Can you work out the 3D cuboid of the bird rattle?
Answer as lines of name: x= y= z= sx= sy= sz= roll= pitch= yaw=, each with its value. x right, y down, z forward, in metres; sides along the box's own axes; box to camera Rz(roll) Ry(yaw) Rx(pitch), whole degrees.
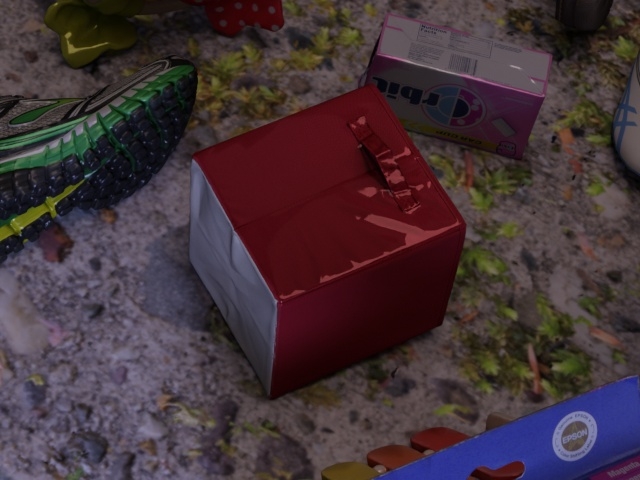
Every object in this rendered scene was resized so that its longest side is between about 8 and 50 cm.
bird rattle: x=-0.159 y=-0.265 z=1.992 sx=0.253 sy=0.207 sz=0.143 roll=-1 pitch=74 yaw=0

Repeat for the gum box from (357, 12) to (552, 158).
gum box: x=0.134 y=-0.161 z=2.017 sx=0.188 sy=0.107 sz=0.062 roll=15 pitch=54 yaw=0

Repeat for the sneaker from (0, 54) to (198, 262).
sneaker: x=-0.267 y=-0.103 z=1.889 sx=0.343 sy=0.134 sz=0.146 roll=-28 pitch=64 yaw=-26

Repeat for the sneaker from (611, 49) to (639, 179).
sneaker: x=0.369 y=-0.163 z=2.076 sx=0.085 sy=0.086 sz=0.237 roll=19 pitch=56 yaw=1

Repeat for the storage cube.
storage cube: x=0.000 y=0.000 z=1.822 sx=0.193 sy=0.215 sz=0.184 roll=-23 pitch=63 yaw=-17

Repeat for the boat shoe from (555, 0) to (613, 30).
boat shoe: x=0.277 y=-0.365 z=2.190 sx=0.130 sy=0.132 sz=0.355 roll=7 pitch=45 yaw=6

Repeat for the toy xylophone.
toy xylophone: x=0.065 y=0.237 z=1.682 sx=0.322 sy=0.236 sz=0.081 roll=-16 pitch=100 yaw=-27

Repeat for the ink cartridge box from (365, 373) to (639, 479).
ink cartridge box: x=0.159 y=0.313 z=1.578 sx=0.324 sy=0.330 sz=0.071 roll=-20 pitch=26 yaw=-21
